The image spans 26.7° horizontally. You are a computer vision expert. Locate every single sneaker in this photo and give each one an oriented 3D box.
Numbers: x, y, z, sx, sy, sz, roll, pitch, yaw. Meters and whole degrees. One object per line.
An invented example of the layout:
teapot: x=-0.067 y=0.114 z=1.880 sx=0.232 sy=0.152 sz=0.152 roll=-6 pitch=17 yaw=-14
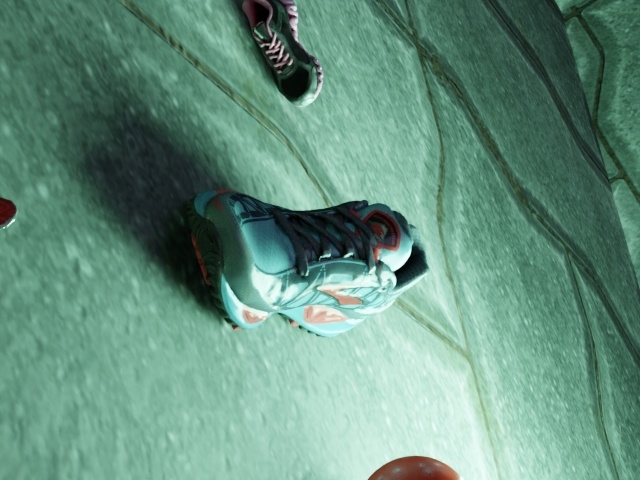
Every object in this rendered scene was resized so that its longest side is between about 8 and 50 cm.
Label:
sneaker: x=0.000 y=0.000 z=0.986 sx=0.262 sy=0.125 sz=0.104 roll=14 pitch=55 yaw=-65
sneaker: x=-0.039 y=-0.172 z=1.201 sx=0.057 sy=0.047 sz=0.119 roll=17 pitch=45 yaw=-56

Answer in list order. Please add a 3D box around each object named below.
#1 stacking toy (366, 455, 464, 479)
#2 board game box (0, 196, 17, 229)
stacking toy: x=0.091 y=0.298 z=0.918 sx=0.141 sy=0.141 sz=0.330 roll=41 pitch=25 yaw=-49
board game box: x=-0.213 y=0.008 z=0.339 sx=0.259 sy=0.124 sz=0.039 roll=-25 pitch=126 yaw=-47
